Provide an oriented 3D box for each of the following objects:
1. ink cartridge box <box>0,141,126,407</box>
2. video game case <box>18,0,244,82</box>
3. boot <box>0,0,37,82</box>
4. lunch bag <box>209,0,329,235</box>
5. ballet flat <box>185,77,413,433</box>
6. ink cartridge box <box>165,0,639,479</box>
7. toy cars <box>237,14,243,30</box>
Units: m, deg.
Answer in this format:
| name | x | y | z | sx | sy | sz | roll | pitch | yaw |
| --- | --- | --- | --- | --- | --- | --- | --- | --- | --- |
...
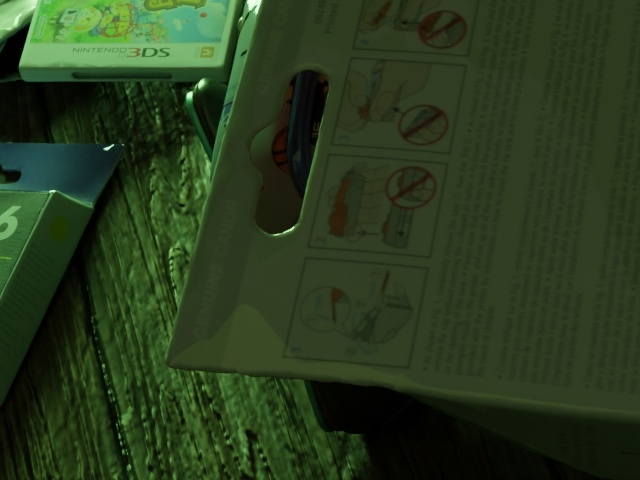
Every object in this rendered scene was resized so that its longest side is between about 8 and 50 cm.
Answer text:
| name | x | y | z | sx | sy | sz | roll | pitch | yaw |
| --- | --- | --- | --- | --- | --- | --- | --- | --- | --- |
| ink cartridge box | -0.359 | 0.022 | 1.656 | 0.303 | 0.072 | 0.307 | 3 | 60 | 36 |
| video game case | -0.164 | -0.233 | 1.708 | 0.193 | 0.023 | 0.212 | 1 | 55 | 11 |
| boot | -0.332 | -0.196 | 1.783 | 0.258 | 0.095 | 0.123 | -29 | 46 | 7 |
| lunch bag | 0.064 | -0.060 | 1.259 | 0.115 | 0.303 | 0.243 | -20 | 47 | 42 |
| ballet flat | 0.000 | 0.000 | 1.330 | 0.096 | 0.280 | 0.095 | -23 | 2 | 13 |
| ink cartridge box | 0.132 | -0.019 | 1.088 | 0.384 | 0.091 | 0.308 | 5 | 59 | 14 |
| toy cars | -0.001 | -0.215 | 1.542 | 0.176 | 0.087 | 0.394 | -8 | 29 | -8 |
